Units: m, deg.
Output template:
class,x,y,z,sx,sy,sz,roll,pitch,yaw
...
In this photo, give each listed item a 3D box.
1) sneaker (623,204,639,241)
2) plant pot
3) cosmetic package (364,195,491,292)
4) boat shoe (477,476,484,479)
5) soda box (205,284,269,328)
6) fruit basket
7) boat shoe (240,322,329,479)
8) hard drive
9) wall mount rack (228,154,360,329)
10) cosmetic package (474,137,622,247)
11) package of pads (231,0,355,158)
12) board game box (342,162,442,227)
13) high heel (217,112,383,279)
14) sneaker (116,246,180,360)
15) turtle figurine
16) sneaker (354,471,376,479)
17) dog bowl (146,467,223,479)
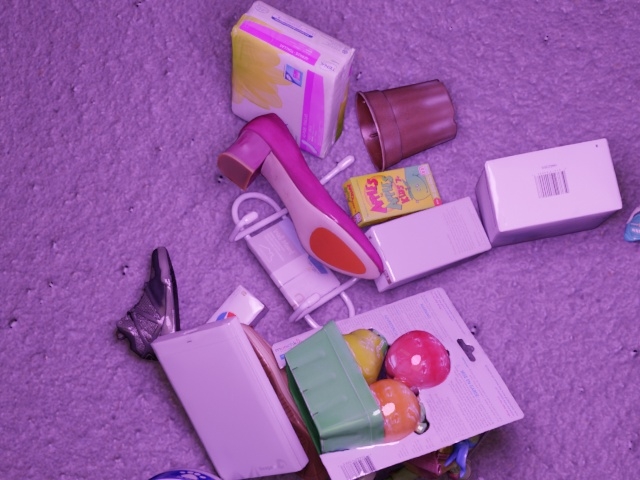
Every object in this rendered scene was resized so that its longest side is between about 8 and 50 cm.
class,x,y,z,sx,sy,sz,roll,pitch,yaw
sneaker,0.714,0.031,1.870,0.275,0.107,0.110,38,104,14
plant pot,0.172,-0.238,1.919,0.165,0.167,0.167,-18,79,-6
cosmetic package,0.200,0.007,1.863,0.231,0.085,0.117,-17,78,-23
boat shoe,0.311,0.499,1.838,0.035,0.035,0.100,-19,86,-2
soda box,-0.198,0.192,1.909,0.069,0.074,0.216,40,85,10
fruit basket,0.128,0.253,1.723,0.352,0.166,0.327,-14,46,-17
boat shoe,-0.075,0.294,1.844,0.121,0.110,0.341,-29,95,35
hard drive,-0.170,0.300,1.801,0.203,0.040,0.308,-17,104,35
wall mount rack,0.000,0.000,1.909,0.304,0.130,0.350,-31,79,-34
cosmetic package,0.422,-0.082,1.833,0.224,0.225,0.138,-11,82,3
package of pads,-0.064,-0.304,1.873,0.229,0.296,0.101,28,65,10
board game box,0.142,-0.089,1.908,0.181,0.043,0.092,-12,78,-26
high heel,-0.003,-0.092,1.821,0.377,0.127,0.181,42,50,-1
sneaker,-0.347,0.126,1.926,0.130,0.087,0.228,-3,83,0
turtle figurine,0.190,0.377,1.825,0.266,0.198,0.275,-29,34,22
sneaker,0.039,0.535,1.785,0.147,0.104,0.296,44,117,3
dog bowl,-0.266,0.568,1.819,0.264,0.104,0.265,-1,86,8
